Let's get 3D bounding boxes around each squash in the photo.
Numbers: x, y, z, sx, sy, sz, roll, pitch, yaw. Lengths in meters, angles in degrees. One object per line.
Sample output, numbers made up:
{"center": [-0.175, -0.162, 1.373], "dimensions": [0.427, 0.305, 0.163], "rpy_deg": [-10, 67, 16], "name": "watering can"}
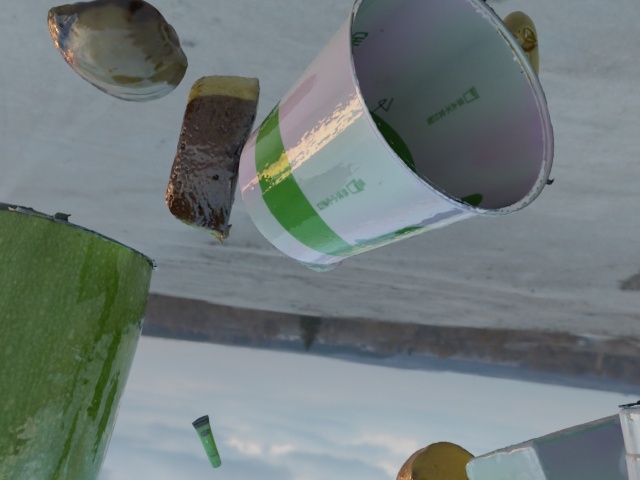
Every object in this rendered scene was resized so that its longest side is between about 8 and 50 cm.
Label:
{"center": [-0.392, 0.164, 0.981], "dimensions": [0.263, 0.384, 0.263], "rpy_deg": [12, 164, 3], "name": "squash"}

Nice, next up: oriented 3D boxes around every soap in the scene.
{"center": [0.508, 0.388, 1.238], "dimensions": [0.446, 0.156, 0.261], "rpy_deg": [-3, 157, -32], "name": "soap"}

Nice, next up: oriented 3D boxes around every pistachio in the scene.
{"center": [-0.300, -0.292, 1.059], "dimensions": [0.210, 0.165, 0.130], "rpy_deg": [18, -149, -13], "name": "pistachio"}

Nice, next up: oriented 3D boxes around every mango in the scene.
{"center": [0.441, -0.395, 1.659], "dimensions": [0.130, 0.262, 0.167], "rpy_deg": [7, -151, -1], "name": "mango"}

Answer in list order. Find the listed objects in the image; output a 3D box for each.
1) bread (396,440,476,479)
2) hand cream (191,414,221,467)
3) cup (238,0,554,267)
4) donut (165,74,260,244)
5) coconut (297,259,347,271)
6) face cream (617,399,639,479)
{"center": [0.279, 0.554, 1.487], "dimensions": [0.195, 0.270, 0.143], "rpy_deg": [-27, 153, -26], "name": "bread"}
{"center": [-0.228, 0.409, 1.445], "dimensions": [0.036, 0.122, 0.023], "rpy_deg": [-23, -155, -19], "name": "hand cream"}
{"center": [0.056, -0.102, 0.736], "dimensions": [0.253, 0.253, 0.274], "rpy_deg": [12, 155, -33], "name": "cup"}
{"center": [-0.159, -0.158, 1.073], "dimensions": [0.112, 0.295, 0.151], "rpy_deg": [10, 148, -9], "name": "donut"}
{"center": [0.000, 0.000, 0.866], "dimensions": [0.083, 0.081, 0.082], "rpy_deg": [39, 145, 30], "name": "coconut"}
{"center": [0.308, 0.261, 0.607], "dimensions": [0.092, 0.244, 0.058], "rpy_deg": [-16, 165, 41], "name": "face cream"}
